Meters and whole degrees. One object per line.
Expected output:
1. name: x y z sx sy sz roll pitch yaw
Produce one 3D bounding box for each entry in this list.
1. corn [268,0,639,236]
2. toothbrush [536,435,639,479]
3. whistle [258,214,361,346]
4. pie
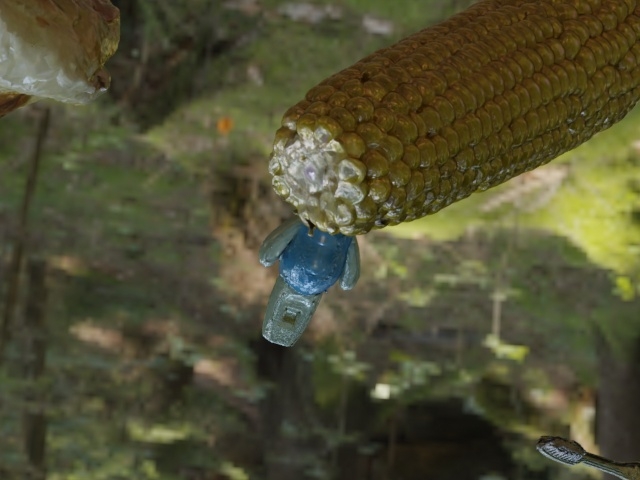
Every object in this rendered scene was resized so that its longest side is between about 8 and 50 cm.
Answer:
1. corn: 0.078 -0.070 0.828 0.260 0.091 0.091 -29 179 -42
2. toothbrush: 0.357 0.250 1.757 0.294 0.026 0.028 19 158 -17
3. whistle: 0.000 0.000 1.689 0.114 0.236 0.077 17 -165 -22
4. pie: -0.178 -0.074 0.633 0.205 0.084 0.179 -4 -172 -8
